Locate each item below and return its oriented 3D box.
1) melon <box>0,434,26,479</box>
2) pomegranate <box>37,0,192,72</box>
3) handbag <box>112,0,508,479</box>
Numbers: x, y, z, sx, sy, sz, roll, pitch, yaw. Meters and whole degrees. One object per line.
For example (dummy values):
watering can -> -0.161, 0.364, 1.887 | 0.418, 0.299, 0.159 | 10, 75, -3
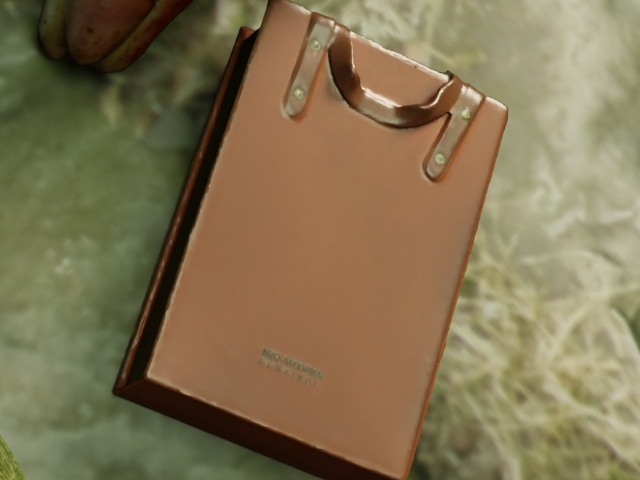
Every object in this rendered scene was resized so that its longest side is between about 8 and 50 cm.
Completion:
melon -> -0.154, 0.127, 0.688 | 0.128, 0.079, 0.160 | 41, 61, -7
pomegranate -> -0.051, -0.182, 0.786 | 0.214, 0.214, 0.248 | 25, 98, -16
handbag -> 0.000, 0.000, 0.814 | 0.127, 0.063, 0.190 | 24, 68, -16
